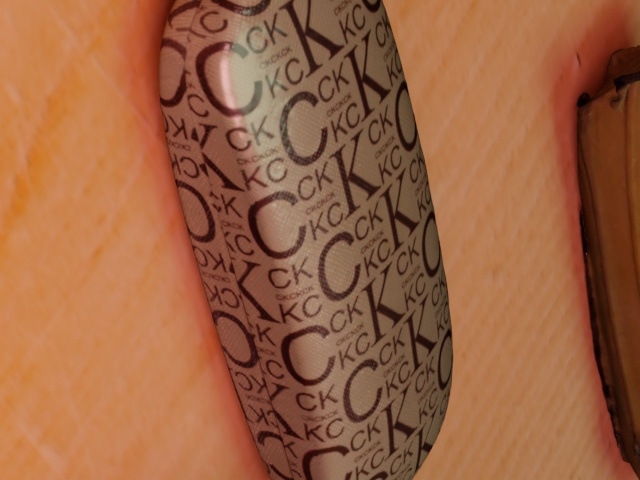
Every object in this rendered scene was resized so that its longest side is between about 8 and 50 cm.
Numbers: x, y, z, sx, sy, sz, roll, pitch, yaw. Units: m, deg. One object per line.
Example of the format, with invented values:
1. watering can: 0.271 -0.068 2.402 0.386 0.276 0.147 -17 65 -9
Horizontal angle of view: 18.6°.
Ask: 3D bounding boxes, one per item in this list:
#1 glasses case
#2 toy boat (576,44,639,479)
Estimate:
1. glasses case: 0.000 0.000 1.039 0.137 0.085 0.354 -45 136 -36
2. toy boat: 0.283 0.041 1.395 0.136 0.162 0.445 -47 136 -40
